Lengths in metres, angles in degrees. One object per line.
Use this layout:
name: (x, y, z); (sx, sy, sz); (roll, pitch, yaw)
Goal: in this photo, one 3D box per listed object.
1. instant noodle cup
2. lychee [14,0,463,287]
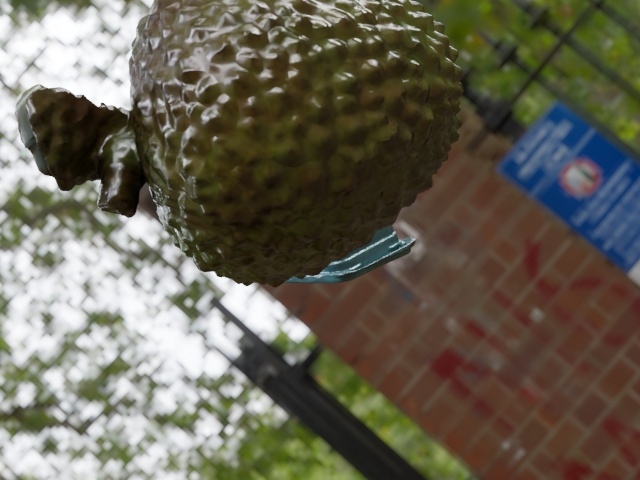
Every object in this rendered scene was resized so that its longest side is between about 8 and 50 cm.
instant noodle cup: (0.000, 0.000, 1.992); (0.157, 0.179, 0.070); (-25, -70, -50)
lychee: (-0.045, -0.096, 1.339); (0.320, 0.270, 0.270); (-40, -13, -4)
